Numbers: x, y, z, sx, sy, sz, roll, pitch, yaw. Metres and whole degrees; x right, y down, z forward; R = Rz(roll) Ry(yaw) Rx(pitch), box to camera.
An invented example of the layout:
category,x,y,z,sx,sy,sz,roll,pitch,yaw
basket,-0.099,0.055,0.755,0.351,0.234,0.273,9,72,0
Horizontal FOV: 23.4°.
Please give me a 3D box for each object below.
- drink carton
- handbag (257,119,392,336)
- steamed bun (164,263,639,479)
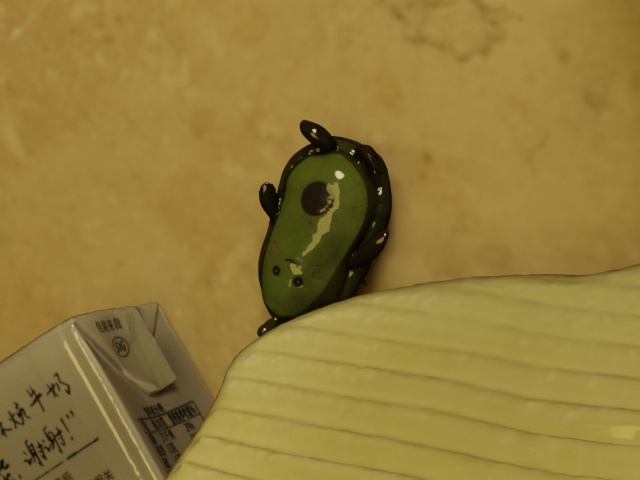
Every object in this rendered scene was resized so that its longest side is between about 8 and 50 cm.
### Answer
category,x,y,z,sx,sy,sz,roll,pitch,yaw
drink carton,-0.104,0.158,0.801,0.134,0.102,0.222,-34,82,22
handbag,0.000,0.000,0.777,0.072,0.047,0.111,24,100,19
steamed bun,0.088,0.168,0.663,0.290,0.273,0.272,1,127,19
